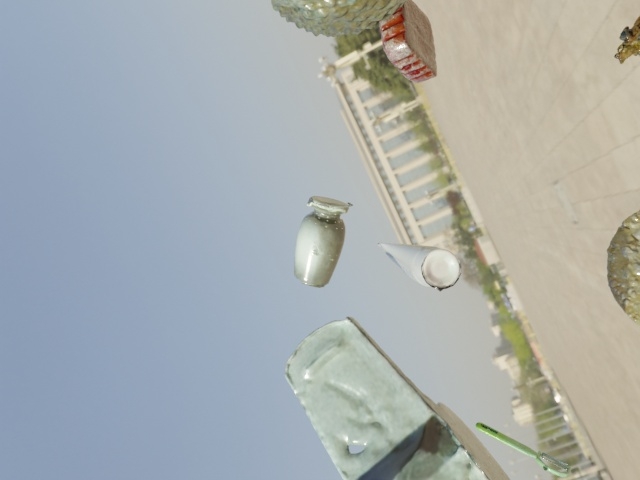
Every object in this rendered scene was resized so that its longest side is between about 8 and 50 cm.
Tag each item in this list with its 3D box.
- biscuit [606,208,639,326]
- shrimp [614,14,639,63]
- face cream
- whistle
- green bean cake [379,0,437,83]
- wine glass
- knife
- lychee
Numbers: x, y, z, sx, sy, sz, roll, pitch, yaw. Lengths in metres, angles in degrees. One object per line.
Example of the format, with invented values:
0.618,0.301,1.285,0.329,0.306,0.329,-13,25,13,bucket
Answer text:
0.559,0.070,1.010,0.038,0.141,0.289,52,-153,-53,biscuit
0.393,-0.244,0.675,0.043,0.184,0.091,25,140,55,shrimp
0.149,0.035,0.938,0.092,0.058,0.244,39,177,-6,face cream
0.113,0.296,0.826,0.404,0.168,0.188,47,-174,-4,whistle
0.157,-0.366,1.096,0.135,0.056,0.135,24,-122,-53,green bean cake
0.000,0.000,1.426,0.111,0.111,0.204,-60,-16,-74,wine glass
0.436,0.457,1.320,0.054,0.212,0.015,-28,-43,-56,knife
0.036,-0.435,0.914,0.255,0.255,0.274,54,-127,-39,lychee
